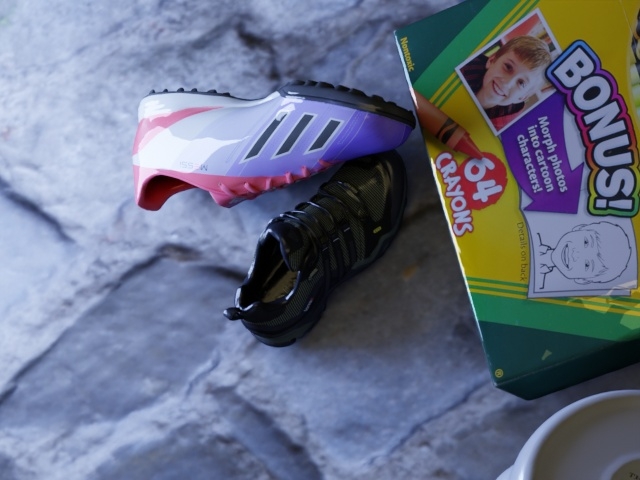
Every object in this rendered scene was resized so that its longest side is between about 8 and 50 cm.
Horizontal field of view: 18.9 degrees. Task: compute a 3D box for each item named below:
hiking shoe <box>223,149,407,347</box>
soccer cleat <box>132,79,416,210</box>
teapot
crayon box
[{"bbox_3d":[0.000,0.000,1.818,0.086,0.114,0.227,34,89,22],"label":"hiking shoe"},{"bbox_3d":[-0.049,-0.084,1.836,0.318,0.109,0.116,1,76,35],"label":"soccer cleat"},{"bbox_3d":[0.273,0.266,1.636,0.253,0.187,0.256,-17,52,-14],"label":"teapot"},{"bbox_3d":[0.265,-0.078,1.734,0.313,0.106,0.362,-22,69,20],"label":"crayon box"}]
